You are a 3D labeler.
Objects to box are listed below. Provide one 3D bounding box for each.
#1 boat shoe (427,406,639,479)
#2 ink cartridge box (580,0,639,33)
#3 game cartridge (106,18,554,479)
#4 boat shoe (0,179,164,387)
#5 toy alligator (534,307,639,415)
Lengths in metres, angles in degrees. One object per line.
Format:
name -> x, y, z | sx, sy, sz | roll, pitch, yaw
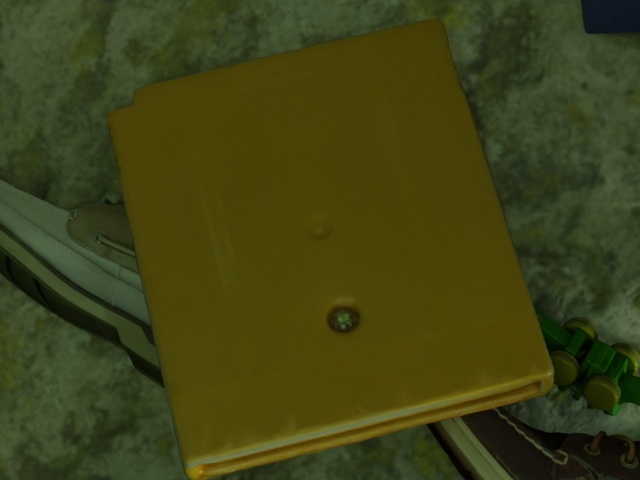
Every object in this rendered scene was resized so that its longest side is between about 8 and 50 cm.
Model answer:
boat shoe -> 0.214, 0.201, 1.441 | 0.342, 0.123, 0.123 | 45, 85, 5
ink cartridge box -> 0.293, -0.294, 1.346 | 0.303, 0.072, 0.307 | 2, 111, 35
game cartridge -> 0.000, 0.000, 1.433 | 0.285, 0.053, 0.324 | -13, 64, -3
boat shoe -> -0.174, 0.021, 1.514 | 0.302, 0.113, 0.103 | 35, 75, 4
toy alligator -> 0.189, 0.092, 1.477 | 0.189, 0.056, 0.051 | 31, 134, 9
